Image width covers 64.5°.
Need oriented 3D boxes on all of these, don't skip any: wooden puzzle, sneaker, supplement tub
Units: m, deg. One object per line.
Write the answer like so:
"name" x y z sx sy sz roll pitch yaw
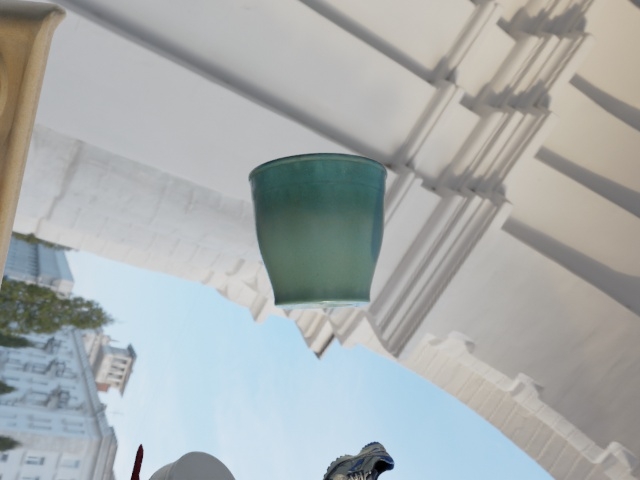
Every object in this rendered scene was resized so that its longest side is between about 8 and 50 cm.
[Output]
"wooden puzzle" -0.444 -0.105 0.521 0.321 0.080 0.348 14 -93 19
"sneaker" 0.062 0.371 0.810 0.058 0.135 0.052 22 -55 53
"supplement tub" -0.369 0.696 1.232 0.325 0.235 0.235 -47 -144 15

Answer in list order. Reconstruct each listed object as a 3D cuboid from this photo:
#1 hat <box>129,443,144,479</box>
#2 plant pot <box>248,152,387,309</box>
"hat" -0.382 0.515 0.901 0.173 0.184 0.208 -28 -172 41
"plant pot" 0.000 0.000 0.966 0.271 0.271 0.256 -18 -109 53
